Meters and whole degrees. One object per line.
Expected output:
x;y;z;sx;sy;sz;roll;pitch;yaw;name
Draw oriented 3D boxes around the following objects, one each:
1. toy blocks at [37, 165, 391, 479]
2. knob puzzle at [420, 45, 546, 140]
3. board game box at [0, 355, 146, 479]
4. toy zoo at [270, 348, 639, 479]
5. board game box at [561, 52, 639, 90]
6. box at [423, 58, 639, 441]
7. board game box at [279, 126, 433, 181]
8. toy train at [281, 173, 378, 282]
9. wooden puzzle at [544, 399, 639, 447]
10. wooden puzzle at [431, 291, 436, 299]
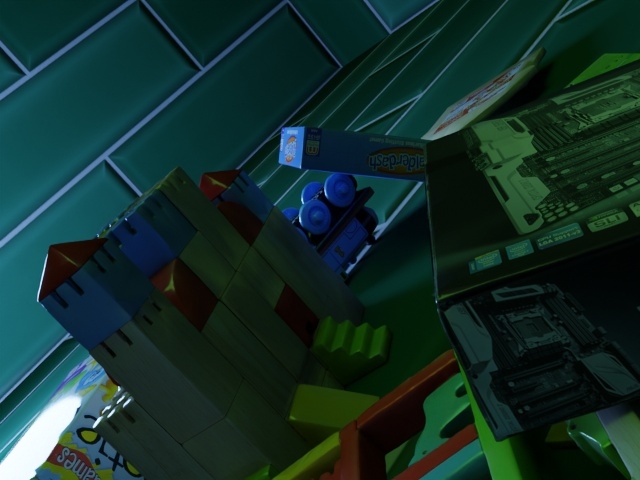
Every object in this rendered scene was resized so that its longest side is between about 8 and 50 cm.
-0.097;0.060;0.693;0.190;0.261;0.381;-35;14;24;toy blocks
0.210;-0.168;1.055;0.213;0.030;0.213;-37;10;8;knob puzzle
-0.204;0.212;0.763;0.144;0.142;0.275;-37;14;20;board game box
0.027;0.152;0.405;0.293;0.030;0.192;-39;14;14;toy zoo
0.272;-0.119;0.722;0.124;0.039;0.259;-41;10;5;board game box
0.208;-0.041;0.396;0.307;0.077;0.242;-21;18;14;box
0.068;-0.095;0.902;0.160;0.210;0.047;-144;59;-77;board game box
0.000;0.000;0.953;0.184;0.105;0.080;-49;19;-30;toy train
0.174;0.069;0.439;0.116;0.014;0.078;-47;14;-24;wooden puzzle
0.125;0.037;0.699;0.049;0.006;0.083;-43;13;-8;wooden puzzle
